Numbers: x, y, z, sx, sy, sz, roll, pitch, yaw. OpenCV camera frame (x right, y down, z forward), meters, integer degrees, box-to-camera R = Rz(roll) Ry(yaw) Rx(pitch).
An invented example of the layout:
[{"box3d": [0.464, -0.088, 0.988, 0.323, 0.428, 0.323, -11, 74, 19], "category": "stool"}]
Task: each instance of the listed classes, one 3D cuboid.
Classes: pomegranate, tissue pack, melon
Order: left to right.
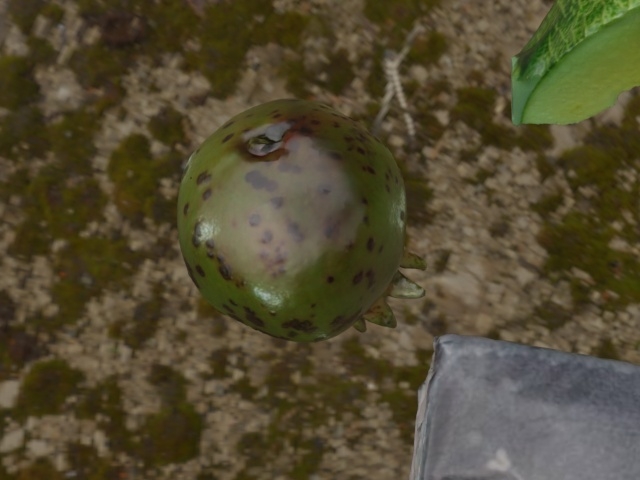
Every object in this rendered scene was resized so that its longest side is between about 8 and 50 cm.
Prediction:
[{"box3d": [0.000, 0.007, 1.318, 0.231, 0.286, 0.231, -33, 29, 21], "category": "pomegranate"}, {"box3d": [0.244, 0.232, 0.910, 0.394, 0.124, 0.288, 10, 56, 0], "category": "tissue pack"}, {"box3d": [0.255, -0.167, 0.853, 0.323, 0.196, 0.124, -18, 112, 11], "category": "melon"}]
